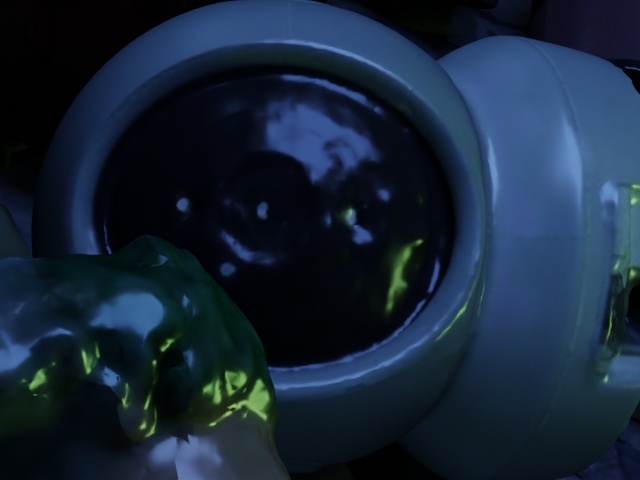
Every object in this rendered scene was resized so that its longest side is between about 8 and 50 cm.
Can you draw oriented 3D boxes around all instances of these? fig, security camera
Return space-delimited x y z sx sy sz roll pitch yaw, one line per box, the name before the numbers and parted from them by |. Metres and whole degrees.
fig | -0.085 -0.144 0.866 0.204 0.249 0.186 41 60 11
security camera | 0.000 0.000 0.787 0.236 0.194 0.194 7 38 -21

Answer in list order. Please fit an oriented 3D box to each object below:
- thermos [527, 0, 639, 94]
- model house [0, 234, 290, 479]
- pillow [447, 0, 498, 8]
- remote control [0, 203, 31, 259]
thermos | 0.165 -0.155 1.134 0.136 0.109 0.330 11 42 2
model house | -0.103 0.189 0.434 0.267 0.194 0.325 -7 59 -25
pillow | 0.057 -0.233 1.209 0.186 0.106 0.250 34 29 1
remote control | -0.211 0.032 0.514 0.285 0.123 0.038 -3 62 -50
